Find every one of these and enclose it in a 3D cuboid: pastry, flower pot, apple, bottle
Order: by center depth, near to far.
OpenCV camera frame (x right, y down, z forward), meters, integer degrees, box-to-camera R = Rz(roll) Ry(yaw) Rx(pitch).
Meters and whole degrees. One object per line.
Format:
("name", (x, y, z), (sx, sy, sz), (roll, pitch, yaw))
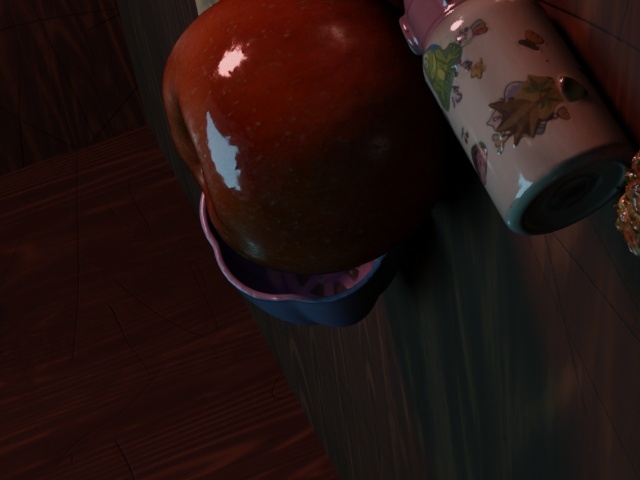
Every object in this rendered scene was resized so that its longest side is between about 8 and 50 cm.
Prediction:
("pastry", (0.253, -0.032, 0.947), (0.087, 0.063, 0.169), (60, 163, 30))
("bottle", (0.152, -0.135, 1.091), (0.120, 0.120, 0.253), (92, 154, -60))
("apple", (-0.018, -0.128, 1.455), (0.348, 0.276, 0.349), (159, 90, -77))
("flower pot", (0.000, 0.000, 1.718), (0.265, 0.265, 0.243), (64, 179, 25))

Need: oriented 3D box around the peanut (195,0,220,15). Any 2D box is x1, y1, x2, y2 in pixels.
("peanut", (-0.088, -0.374, 1.671), (0.340, 0.158, 0.174), (90, -173, -47))
